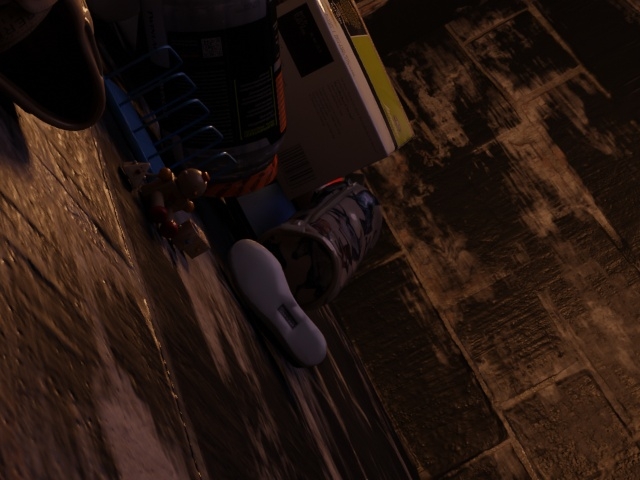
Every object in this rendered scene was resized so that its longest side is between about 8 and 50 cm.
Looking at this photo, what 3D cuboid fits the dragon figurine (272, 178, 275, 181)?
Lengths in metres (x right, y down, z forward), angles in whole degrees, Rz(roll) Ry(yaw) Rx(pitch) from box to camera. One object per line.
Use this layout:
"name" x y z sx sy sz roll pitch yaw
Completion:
"dragon figurine" -0.180 -0.175 1.891 0.289 0.085 0.144 21 11 -22

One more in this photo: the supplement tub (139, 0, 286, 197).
"supplement tub" -0.151 -0.235 1.463 0.194 0.193 0.316 -116 -161 -58

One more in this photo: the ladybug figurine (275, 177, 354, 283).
"ladybug figurine" -0.046 -0.091 2.215 0.450 0.161 0.305 61 -29 4

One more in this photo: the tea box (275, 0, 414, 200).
"tea box" -0.001 -0.287 1.908 0.329 0.219 0.323 65 19 -5

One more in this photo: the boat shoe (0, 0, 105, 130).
"boat shoe" -0.230 -0.190 0.701 0.110 0.121 0.341 61 0 21

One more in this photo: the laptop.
"laptop" -0.078 -0.014 1.934 0.234 0.136 0.264 61 -5 5

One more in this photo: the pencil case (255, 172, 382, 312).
"pencil case" 0.000 0.000 1.838 0.410 0.159 0.184 -44 132 -69

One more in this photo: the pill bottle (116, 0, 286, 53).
"pill bottle" -0.199 -0.497 1.871 0.224 0.392 0.224 61 1 -3

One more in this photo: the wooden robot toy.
"wooden robot toy" -0.159 -0.046 1.160 0.173 0.079 0.076 59 3 -42

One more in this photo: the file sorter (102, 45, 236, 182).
"file sorter" -0.197 -0.151 1.300 0.170 0.104 0.118 62 2 5

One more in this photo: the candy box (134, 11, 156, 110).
"candy box" -0.246 -0.340 1.637 0.233 0.071 0.159 106 -34 -47

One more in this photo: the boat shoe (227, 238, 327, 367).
"boat shoe" -0.077 0.101 1.495 0.219 0.077 0.070 58 -32 -4

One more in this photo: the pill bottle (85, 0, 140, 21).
"pill bottle" -0.317 -0.402 1.498 0.117 0.117 0.215 60 2 -33
